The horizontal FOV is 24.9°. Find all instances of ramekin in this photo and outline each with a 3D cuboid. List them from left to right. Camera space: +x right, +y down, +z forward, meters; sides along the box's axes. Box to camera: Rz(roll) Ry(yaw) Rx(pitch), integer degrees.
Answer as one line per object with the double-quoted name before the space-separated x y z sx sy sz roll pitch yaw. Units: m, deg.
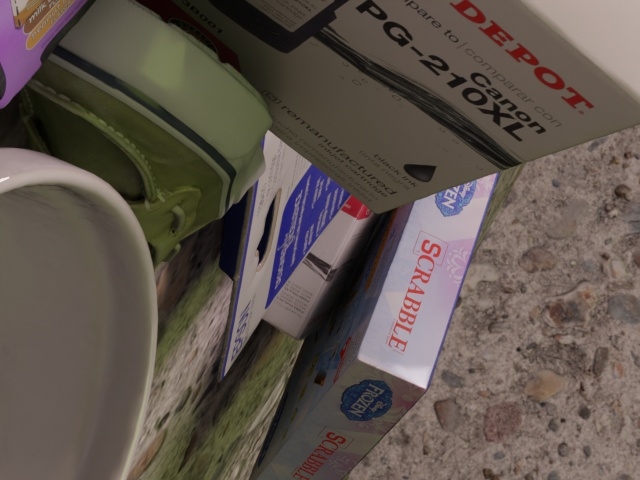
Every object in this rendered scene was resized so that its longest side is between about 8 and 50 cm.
"ramekin" -0.154 0.058 0.478 0.207 0.109 0.207 -51 151 -43

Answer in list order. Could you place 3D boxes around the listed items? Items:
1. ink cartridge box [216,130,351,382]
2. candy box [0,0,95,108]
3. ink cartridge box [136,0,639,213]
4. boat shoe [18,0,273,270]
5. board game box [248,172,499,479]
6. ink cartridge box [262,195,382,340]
"ink cartridge box" -0.003 -0.097 0.993 0.307 0.072 0.303 -53 167 -32
"candy box" -0.087 -0.162 0.434 0.165 0.070 0.196 -56 168 -26
"ink cartridge box" 0.033 -0.114 0.603 0.100 0.172 0.237 -58 -165 -20
"boat shoe" -0.084 -0.038 0.665 0.094 0.109 0.302 -56 170 -6
"board game box" 0.053 0.055 1.295 0.318 0.066 0.318 -67 -174 -34
"ink cartridge box" 0.000 0.000 1.236 0.150 0.063 0.109 -63 170 12
